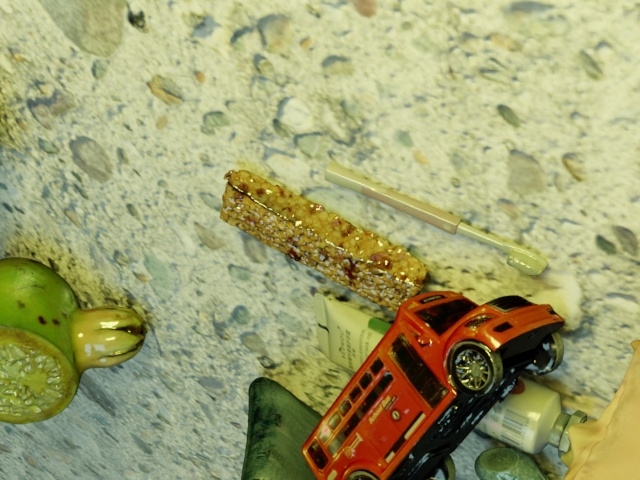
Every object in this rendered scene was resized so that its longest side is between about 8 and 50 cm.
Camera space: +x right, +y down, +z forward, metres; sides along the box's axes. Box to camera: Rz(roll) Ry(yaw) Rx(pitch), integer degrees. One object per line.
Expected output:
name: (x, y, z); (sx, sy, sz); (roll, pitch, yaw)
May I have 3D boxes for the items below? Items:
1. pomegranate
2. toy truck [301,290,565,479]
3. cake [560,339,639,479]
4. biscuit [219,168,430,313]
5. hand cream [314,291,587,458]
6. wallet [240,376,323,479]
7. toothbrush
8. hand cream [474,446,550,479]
pomegranate: (-0.339, 0.095, 1.315); (0.241, 0.159, 0.190); (-24, 129, 23)
toy truck: (0.090, 0.130, 0.950); (0.114, 0.107, 0.252); (50, 126, 26)
cake: (0.309, 0.249, 0.795); (0.293, 0.314, 0.307); (16, 135, 22)
biscuit: (0.000, 0.000, 0.981); (0.199, 0.034, 0.064); (29, 147, 9)
hand cream: (0.111, 0.127, 1.039); (0.276, 0.059, 0.095); (22, 139, 26)
wallet: (-0.001, 0.238, 1.098); (0.191, 0.046, 0.379); (43, -176, -6)
toothbrush: (0.090, -0.018, 0.895); (0.194, 0.017, 0.014); (26, 142, 16)
hand cream: (0.215, 0.271, 1.139); (0.095, 0.046, 0.175); (-1, 136, 39)
